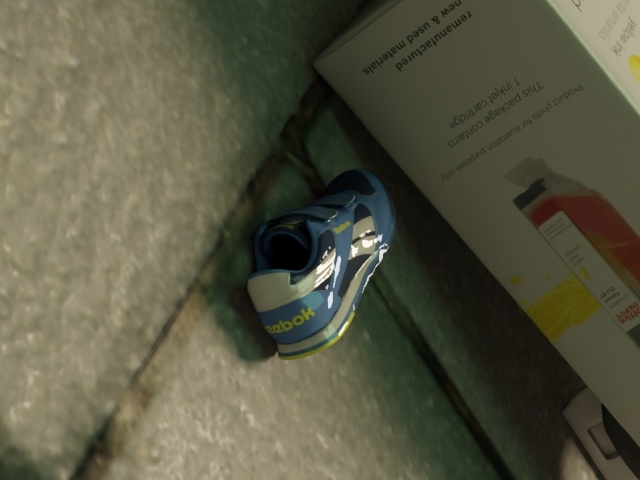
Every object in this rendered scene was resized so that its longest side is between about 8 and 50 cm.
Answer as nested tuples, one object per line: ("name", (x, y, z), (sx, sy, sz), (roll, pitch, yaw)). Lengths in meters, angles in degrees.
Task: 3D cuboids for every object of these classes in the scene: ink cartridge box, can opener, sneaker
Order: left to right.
("sneaker", (0.000, 0.000, 0.978), (0.059, 0.053, 0.144), (52, 37, -24))
("ink cartridge box", (0.217, -0.064, 1.155), (0.384, 0.160, 0.279), (49, 36, -9))
("can opener", (0.262, 0.206, 1.233), (0.283, 0.076, 0.095), (55, 20, -23))
